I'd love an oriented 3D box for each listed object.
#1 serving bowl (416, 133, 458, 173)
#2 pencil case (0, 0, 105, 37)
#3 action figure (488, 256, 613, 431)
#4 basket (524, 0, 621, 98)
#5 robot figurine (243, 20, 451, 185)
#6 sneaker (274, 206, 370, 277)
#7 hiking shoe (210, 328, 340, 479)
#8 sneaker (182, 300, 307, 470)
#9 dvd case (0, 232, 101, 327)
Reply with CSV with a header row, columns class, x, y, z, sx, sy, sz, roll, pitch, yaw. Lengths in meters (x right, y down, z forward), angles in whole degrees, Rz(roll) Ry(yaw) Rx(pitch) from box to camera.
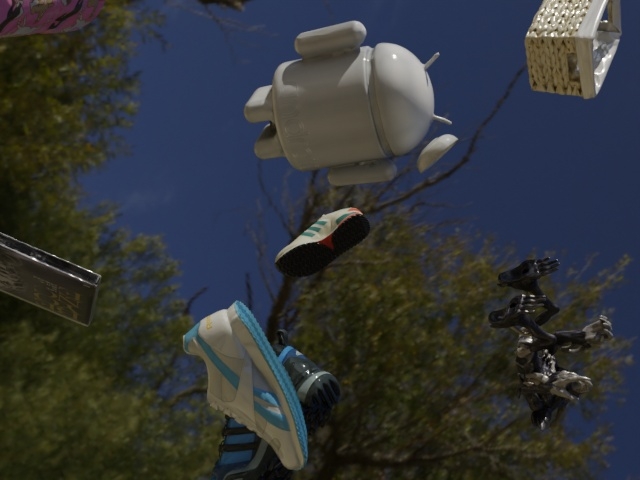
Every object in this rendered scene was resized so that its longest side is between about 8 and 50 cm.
class,x,y,z,sx,sy,sz,roll,pitch,yaw
serving bowl,0.188,-0.148,1.573,0.027,0.083,0.083,48,-46,4
pencil case,-0.437,-0.337,1.268,0.167,0.386,0.160,-35,-84,23
action figure,0.342,0.167,1.381,0.141,0.164,0.276,-5,-50,32
basket,0.378,-0.305,1.420,0.103,0.167,0.113,8,-41,27
robot figurine,0.048,-0.235,1.689,0.353,0.200,0.300,-9,-61,14
sneaker,0.000,0.000,1.493,0.057,0.161,0.075,58,3,-23
hiking shoe,-0.096,0.288,1.395,0.132,0.113,0.304,41,-82,33
sneaker,-0.086,0.191,1.188,0.092,0.087,0.229,-27,-80,5
dvd case,-0.319,0.037,1.019,0.164,0.018,0.221,24,-20,-8
